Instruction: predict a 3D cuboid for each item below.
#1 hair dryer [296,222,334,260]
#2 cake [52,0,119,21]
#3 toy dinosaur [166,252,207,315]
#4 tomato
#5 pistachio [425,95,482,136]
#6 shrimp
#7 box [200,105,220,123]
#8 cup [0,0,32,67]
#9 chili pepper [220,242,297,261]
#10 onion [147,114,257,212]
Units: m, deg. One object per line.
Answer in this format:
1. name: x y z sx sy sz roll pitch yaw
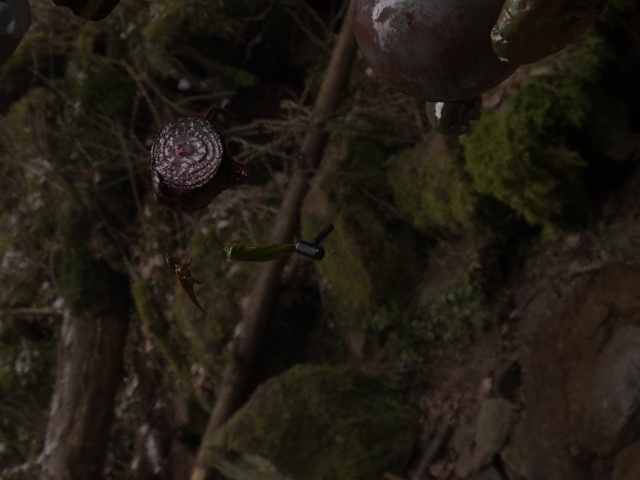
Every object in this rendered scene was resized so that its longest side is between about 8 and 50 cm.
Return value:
1. hair dryer: 0.000 0.000 1.469 0.047 0.026 0.083 20 50 32
2. cake: -0.379 -0.525 1.520 0.246 0.112 0.135 -43 44 29
3. toy dinosaur: -0.200 0.064 1.305 0.026 0.113 0.041 -31 3 29
4. tomato: 0.206 -0.379 1.382 0.317 0.282 0.316 -29 30 19
5. pistachio: 0.240 -0.244 1.565 0.113 0.113 0.149 -56 12 -2
6. shrimp: 0.307 -0.314 1.033 0.294 0.154 0.062 114 141 -64
7. box: -0.267 -0.269 1.934 0.082 0.023 0.051 -25 30 53
8. cup: -0.560 -0.366 1.236 0.357 0.274 0.259 11 61 29
9. chili pepper: -0.124 0.027 1.926 0.049 0.208 0.043 -3 88 62
10. onion: -0.237 -0.140 1.719 0.139 0.218 0.195 104 175 -56
